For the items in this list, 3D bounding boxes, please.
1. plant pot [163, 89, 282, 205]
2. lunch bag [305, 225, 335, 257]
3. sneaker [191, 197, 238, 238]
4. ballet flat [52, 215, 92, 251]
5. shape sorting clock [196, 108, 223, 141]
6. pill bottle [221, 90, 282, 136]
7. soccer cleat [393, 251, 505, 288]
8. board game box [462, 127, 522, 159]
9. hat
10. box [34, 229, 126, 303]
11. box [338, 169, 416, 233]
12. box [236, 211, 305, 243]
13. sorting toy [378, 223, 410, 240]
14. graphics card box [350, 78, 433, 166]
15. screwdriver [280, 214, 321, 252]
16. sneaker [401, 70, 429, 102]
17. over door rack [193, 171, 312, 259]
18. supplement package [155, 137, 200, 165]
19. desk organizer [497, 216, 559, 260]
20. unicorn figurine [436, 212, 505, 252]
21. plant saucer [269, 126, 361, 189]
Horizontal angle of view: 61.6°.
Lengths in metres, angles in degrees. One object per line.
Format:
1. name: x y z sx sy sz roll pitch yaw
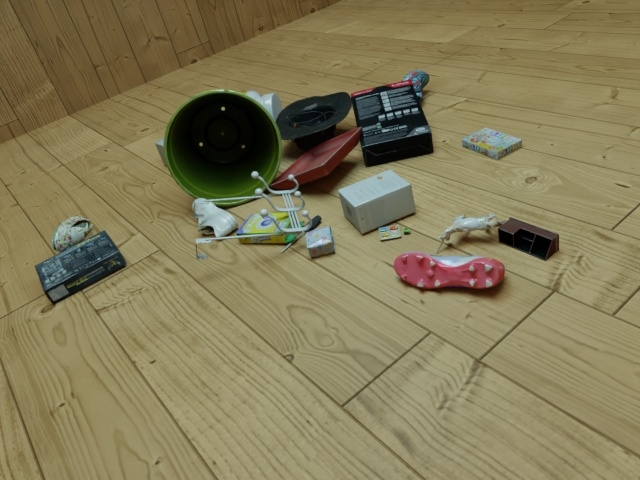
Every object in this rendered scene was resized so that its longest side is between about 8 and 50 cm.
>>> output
1. plant pot: -0.332 -0.343 1.842 0.367 0.366 0.353 -18 22 -4
2. lunch bag: 0.000 0.000 1.437 0.071 0.053 0.083 -15 43 5
3. sneaker: -0.351 -0.064 1.658 0.212 0.080 0.094 24 62 42
4. ballet flat: -0.801 -0.030 1.747 0.077 0.091 0.241 -5 21 -9
5. shape sorting clock: -0.464 -0.455 2.061 0.206 0.040 0.206 -7 62 14
6. pill bottle: -0.329 -0.498 2.167 0.334 0.187 0.187 -5 35 14
7. soccer cleat: 0.290 0.066 1.218 0.248 0.082 0.095 2 8 32
8. board game box: 0.536 -0.306 1.685 0.104 0.026 0.154 -28 35 -18
9. hat: -0.015 -0.415 1.973 0.332 0.133 0.331 -15 35 11
10. box: -0.722 0.074 1.613 0.233 0.059 0.183 -31 37 -21
11. box: 0.156 -0.110 1.494 0.171 0.091 0.130 -22 31 -9
12. box: -0.142 -0.036 1.550 0.179 0.043 0.105 1 37 24
13. sorting toy: 0.197 -0.026 1.429 0.083 0.012 0.062 -11 34 8
14. graphics card box: 0.240 -0.414 1.861 0.233 0.094 0.370 -12 41 5
15. screwdriver: -0.053 -0.018 1.513 0.170 0.024 0.025 -45 15 -34
16. sneaker: 0.357 -0.567 2.096 0.125 0.104 0.262 33 61 31
17. over door rack: -0.205 -0.087 1.498 0.325 0.108 0.239 -14 35 -4
18. supplement package: -0.550 -0.346 2.110 0.105 0.105 0.179 -37 39 -28
19. desk organizer: 0.484 -0.005 1.255 0.050 0.047 0.130 -35 38 -22
20. unicorn figurine: 0.362 -0.034 1.323 0.162 0.060 0.111 -23 1 33
21. plant saucer: -0.007 -0.257 1.752 0.259 0.047 0.258 -15 26 45
